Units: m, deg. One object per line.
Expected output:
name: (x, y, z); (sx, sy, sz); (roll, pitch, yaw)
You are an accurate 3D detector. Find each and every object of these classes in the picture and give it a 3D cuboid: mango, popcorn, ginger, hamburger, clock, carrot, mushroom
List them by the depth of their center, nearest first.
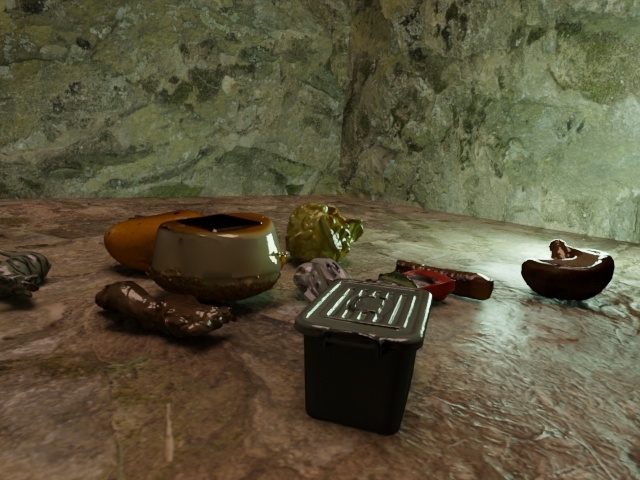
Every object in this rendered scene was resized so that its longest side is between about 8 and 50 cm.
ginger: (-0.293, 0.114, 0.822); (0.289, 0.084, 0.122); (8, 18, 23)
hamburger: (-0.217, 0.040, 1.001); (0.275, 0.179, 0.294); (10, 15, 40)
clock: (0.220, 0.116, 1.086); (0.154, 0.061, 0.113); (-7, 15, -33)
mango: (-0.405, 0.005, 1.177); (0.289, 0.160, 0.191); (-1, 21, -6)
carrot: (0.309, 0.098, 1.188); (0.260, 0.070, 0.070); (12, 13, 36)
mushroom: (0.646, 0.093, 1.205); (0.231, 0.138, 0.194); (-8, 26, -6)
popcorn: (0.006, -0.020, 1.373); (0.216, 0.181, 0.235); (8, 11, 18)

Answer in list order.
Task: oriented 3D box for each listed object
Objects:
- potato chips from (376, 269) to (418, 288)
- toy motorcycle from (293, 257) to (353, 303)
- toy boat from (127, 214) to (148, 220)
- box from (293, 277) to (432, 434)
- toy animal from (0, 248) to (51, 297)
potato chips: (0.170, 0.117, 0.980); (0.028, 0.092, 0.207); (28, 1, -27)
toy motorcycle: (0.023, 0.094, 0.984); (0.112, 0.113, 0.254); (-3, 14, -33)
toy boat: (-0.448, -0.016, 1.452); (0.319, 0.092, 0.141); (8, 8, -20)
box: (0.066, 0.149, 0.649); (0.163, 0.135, 0.243); (6, 12, 15)
toy animal: (-0.653, 0.071, 0.936); (0.169, 0.090, 0.255); (4, 12, -24)
